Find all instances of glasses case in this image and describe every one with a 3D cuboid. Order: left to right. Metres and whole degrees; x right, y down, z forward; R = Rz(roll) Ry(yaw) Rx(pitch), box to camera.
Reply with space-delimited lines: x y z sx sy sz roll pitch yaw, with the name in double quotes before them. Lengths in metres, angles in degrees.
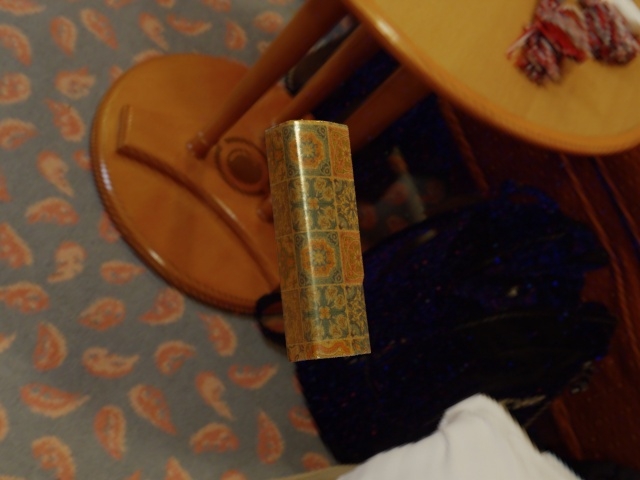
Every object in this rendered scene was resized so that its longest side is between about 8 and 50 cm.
"glasses case" 0.000 0.000 0.965 0.075 0.049 0.218 -1 82 -38
